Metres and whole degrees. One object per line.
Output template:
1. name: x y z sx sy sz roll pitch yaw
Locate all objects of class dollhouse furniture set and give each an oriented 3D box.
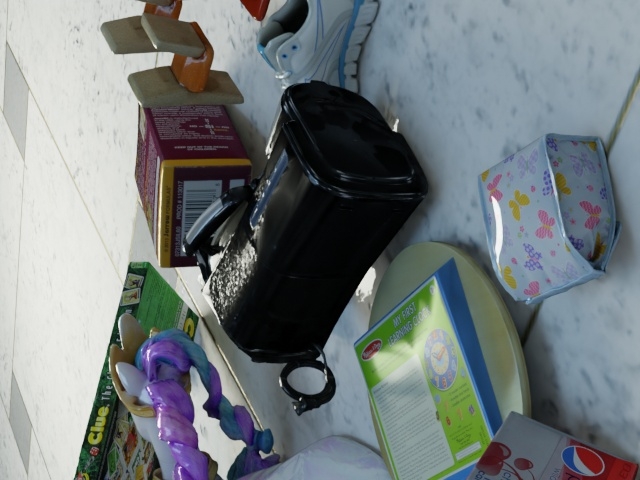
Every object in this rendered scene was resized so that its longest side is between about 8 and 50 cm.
1. dollhouse furniture set: -0.089 -0.277 0.887 0.259 0.135 0.262 58 139 39

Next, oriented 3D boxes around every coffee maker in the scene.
1. coffee maker: 0.000 0.000 0.813 0.171 0.120 0.178 47 132 18

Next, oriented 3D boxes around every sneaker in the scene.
1. sneaker: -0.014 -0.134 0.845 0.071 0.082 0.191 44 135 48

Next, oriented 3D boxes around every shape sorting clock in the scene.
1. shape sorting clock: 0.084 0.103 0.762 0.206 0.040 0.206 27 121 59

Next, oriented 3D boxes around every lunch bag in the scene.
1. lunch bag: 0.133 -0.010 0.631 0.071 0.053 0.083 -37 55 57

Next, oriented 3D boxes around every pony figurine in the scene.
1. pony figurine: -0.095 0.273 0.954 0.351 0.302 0.364 -135 29 -61

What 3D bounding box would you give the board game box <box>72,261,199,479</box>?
1. board game box: -0.184 0.166 1.107 0.136 0.030 0.260 57 -143 -54

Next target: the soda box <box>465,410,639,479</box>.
1. soda box: 0.110 0.241 0.670 0.083 0.092 0.263 21 122 20

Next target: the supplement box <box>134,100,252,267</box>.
1. supplement box: -0.124 -0.064 1.033 0.188 0.080 0.104 -118 31 -57
